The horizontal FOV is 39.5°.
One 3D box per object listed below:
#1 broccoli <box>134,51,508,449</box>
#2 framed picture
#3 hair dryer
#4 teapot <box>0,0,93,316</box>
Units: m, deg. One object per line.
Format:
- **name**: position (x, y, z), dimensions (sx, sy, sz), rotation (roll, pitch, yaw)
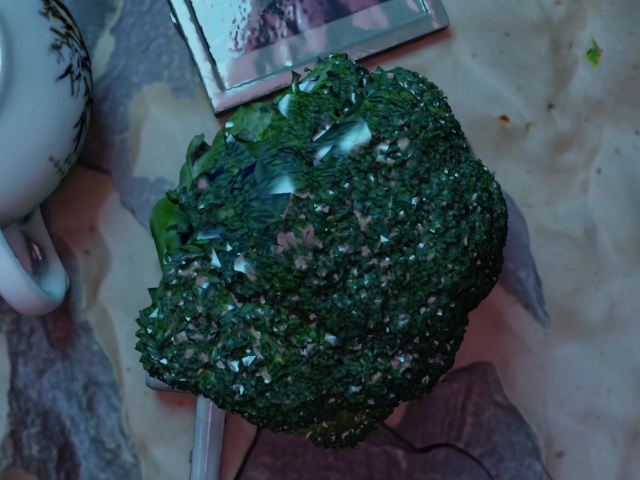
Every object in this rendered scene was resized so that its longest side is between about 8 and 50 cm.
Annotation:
- **broccoli**: position (0.000, 0.000, 0.599), dimensions (0.294, 0.245, 0.265), rotation (-25, 123, -28)
- **framed picture**: position (-0.042, -0.260, 0.705), dimensions (0.209, 0.019, 0.281), rotation (-24, 88, -7)
- **hair dryer**: position (-0.090, 0.136, 0.661), dimensions (0.082, 0.047, 0.137), rotation (4, 92, -4)
- **teapot**: position (-0.257, -0.084, 0.618), dimensions (0.208, 0.166, 0.300), rotation (-22, 95, -13)
